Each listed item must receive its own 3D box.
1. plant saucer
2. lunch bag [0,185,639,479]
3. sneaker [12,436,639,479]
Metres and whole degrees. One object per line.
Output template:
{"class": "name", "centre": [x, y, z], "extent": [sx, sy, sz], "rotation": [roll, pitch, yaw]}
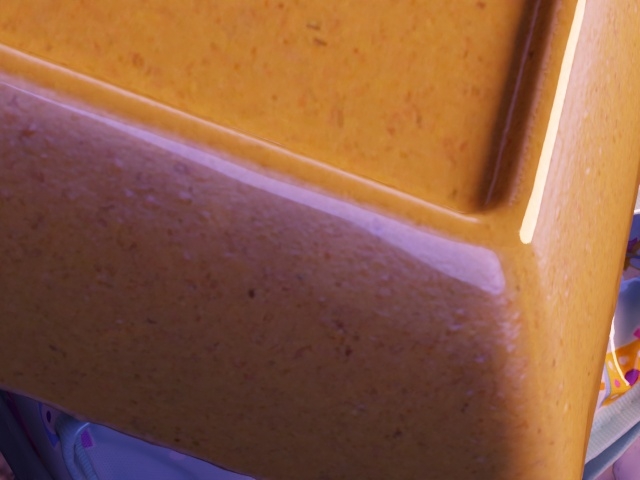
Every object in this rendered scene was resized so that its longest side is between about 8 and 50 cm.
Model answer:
{"class": "plant saucer", "centre": [-0.038, -0.117, 0.519], "extent": [0.332, 0.081, 0.333], "rotation": [19, 62, -7]}
{"class": "lunch bag", "centre": [0.000, 0.000, 0.643], "extent": [0.262, 0.223, 0.160], "rotation": [-25, 131, -18]}
{"class": "sneaker", "centre": [0.052, 0.115, 0.775], "extent": [0.366, 0.137, 0.210], "rotation": [28, 98, -31]}
